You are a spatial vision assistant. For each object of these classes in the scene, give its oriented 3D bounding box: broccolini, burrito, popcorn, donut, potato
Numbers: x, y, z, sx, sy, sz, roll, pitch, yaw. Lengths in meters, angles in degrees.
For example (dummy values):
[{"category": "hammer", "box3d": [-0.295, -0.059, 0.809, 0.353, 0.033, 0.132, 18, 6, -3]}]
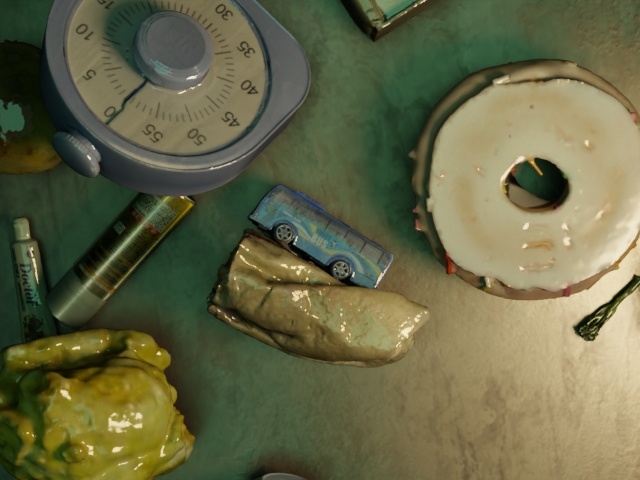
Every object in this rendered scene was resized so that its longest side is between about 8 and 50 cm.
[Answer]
[{"category": "broccolini", "box3d": [0.472, 0.109, 1.669, 0.030, 0.035, 0.140, 44, 93, -6]}, {"category": "burrito", "box3d": [-0.010, 0.116, 1.596, 0.332, 0.135, 0.190, 24, 140, -1]}, {"category": "popcorn", "box3d": [-0.366, 0.278, 1.589, 0.312, 0.312, 0.312, 0, 95, 1]}, {"category": "donut", "box3d": [0.323, -0.091, 1.600, 0.383, 0.142, 0.382, 0, 95, 2]}, {"category": "potato", "box3d": [-0.524, -0.201, 1.598, 0.307, 0.173, 0.210, -5, 97, -1]}]

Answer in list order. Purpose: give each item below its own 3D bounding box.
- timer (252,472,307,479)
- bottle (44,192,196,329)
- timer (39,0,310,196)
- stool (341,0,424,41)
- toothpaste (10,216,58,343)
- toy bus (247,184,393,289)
[{"category": "timer", "box3d": [-0.056, 0.498, 1.641, 0.175, 0.175, 0.255, -11, 80, 2]}, {"category": "bottle", "box3d": [-0.323, 0.018, 1.656, 0.082, 0.082, 0.286, 43, 94, -2]}, {"category": "timer", "box3d": [-0.235, -0.243, 1.517, 0.395, 0.173, 0.395, 6, 73, -19]}, {"category": "stool", "box3d": [0.124, -0.476, 1.559, 0.270, 0.170, 0.243, -33, 95, 4]}, {"category": "toothpaste", "box3d": [-0.471, 0.088, 1.692, 0.067, 0.037, 0.255, -7, 99, 2]}, {"category": "toy bus", "box3d": [0.001, -0.001, 1.654, 0.236, 0.079, 0.094, 33, 79, -2]}]
